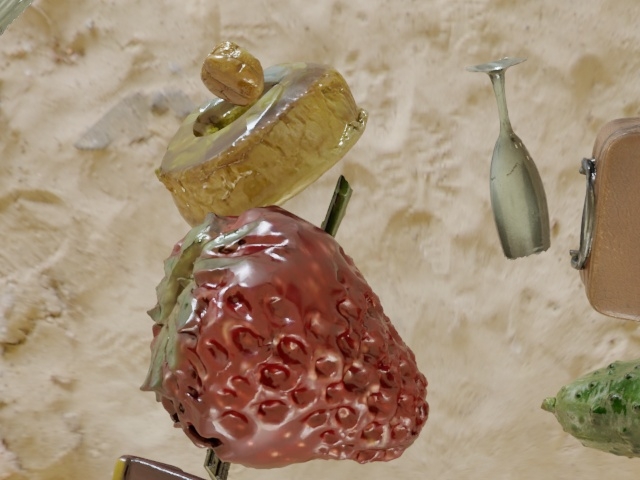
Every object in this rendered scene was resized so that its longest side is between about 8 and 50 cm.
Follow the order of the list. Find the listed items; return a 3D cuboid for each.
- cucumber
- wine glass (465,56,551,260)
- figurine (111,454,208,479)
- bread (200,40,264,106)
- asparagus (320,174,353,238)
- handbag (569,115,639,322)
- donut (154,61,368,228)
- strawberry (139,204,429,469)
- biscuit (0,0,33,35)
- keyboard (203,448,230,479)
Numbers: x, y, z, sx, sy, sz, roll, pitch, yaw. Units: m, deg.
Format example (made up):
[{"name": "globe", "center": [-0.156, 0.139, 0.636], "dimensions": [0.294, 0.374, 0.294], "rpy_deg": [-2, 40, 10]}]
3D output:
[{"name": "cucumber", "center": [0.365, 0.208, 1.456], "dimensions": [0.134, 0.244, 0.134], "rpy_deg": [3, 84, -32]}, {"name": "wine glass", "center": [0.194, -0.082, 1.190], "dimensions": [0.066, 0.066, 0.198], "rpy_deg": [-12, 105, 3]}, {"name": "figurine", "center": [-0.073, 0.209, 0.786], "dimensions": [0.154, 0.082, 0.098], "rpy_deg": [15, 76, 27]}, {"name": "bread", "center": [-0.100, -0.190, 1.362], "dimensions": [0.081, 0.083, 0.046], "rpy_deg": [40, 63, -27]}, {"name": "asparagus", "center": [-0.001, 0.000, 1.525], "dimensions": [0.034, 0.236, 0.027], "rpy_deg": [44, 45, 19]}, {"name": "handbag", "center": [0.315, -0.021, 1.113], "dimensions": [0.151, 0.072, 0.193], "rpy_deg": [6, 111, 2]}, {"name": "donut", "center": [-0.096, -0.147, 1.746], "dimensions": [0.330, 0.330, 0.160], "rpy_deg": [-34, 105, -2]}, {"name": "strawberry", "center": [-0.020, 0.125, 1.376], "dimensions": [0.345, 0.317, 0.295], "rpy_deg": [21, 85, -17]}, {"name": "biscuit", "center": [-0.396, -0.283, 1.225], "dimensions": [0.186, 0.079, 0.309], "rpy_deg": [-45, 48, 10]}, {"name": "keyboard", "center": [-0.117, 0.239, 1.457], "dimensions": [0.015, 0.049, 0.129], "rpy_deg": [-6, 42, 18]}]
